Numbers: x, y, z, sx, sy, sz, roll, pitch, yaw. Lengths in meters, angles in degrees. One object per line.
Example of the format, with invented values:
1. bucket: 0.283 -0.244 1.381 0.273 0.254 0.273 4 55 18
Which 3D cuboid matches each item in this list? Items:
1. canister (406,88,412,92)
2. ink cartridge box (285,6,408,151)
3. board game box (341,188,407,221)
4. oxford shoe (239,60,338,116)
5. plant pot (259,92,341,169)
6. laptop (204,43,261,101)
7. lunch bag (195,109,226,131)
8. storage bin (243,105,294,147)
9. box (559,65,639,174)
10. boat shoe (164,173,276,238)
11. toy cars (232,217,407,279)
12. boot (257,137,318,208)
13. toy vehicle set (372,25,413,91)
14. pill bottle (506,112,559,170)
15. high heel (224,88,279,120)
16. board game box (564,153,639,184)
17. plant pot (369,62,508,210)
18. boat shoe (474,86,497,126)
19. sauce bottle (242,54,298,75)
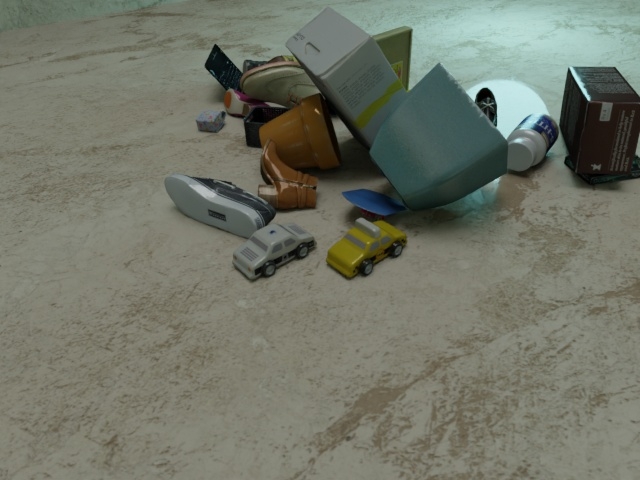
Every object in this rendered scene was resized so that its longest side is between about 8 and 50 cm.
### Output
1. canister: 0.360 -0.430 1.839 0.126 0.073 0.170 -18 41 -19
2. ink cartridge box: 0.110 -0.396 1.531 0.160 0.385 0.279 -41 42 6
3. board game box: 0.126 -0.082 1.402 0.133 0.033 0.169 30 25 28
4. oxford shoe: -0.059 -0.474 1.842 0.397 0.140 0.146 0 58 -10
5. plant pot: -0.060 -0.280 1.577 0.188 0.205 0.205 -15 35 9
6. laptop: -0.263 -0.607 2.062 0.137 0.264 0.234 -33 29 22
7. lunch bag: -0.350 -0.390 1.848 0.071 0.053 0.083 7 47 17
8. storage bin: -0.132 -0.343 1.743 0.180 0.084 0.122 6 38 13
9. box: 0.749 -0.338 1.552 0.143 0.191 0.381 5 31 15
10. boat shoe: -0.247 -0.102 1.408 0.301 0.108 0.102 21 43 25
11. toy cars: 0.000 0.000 1.267 0.394 0.087 0.176 -2 36 2
12. boot: -0.080 -0.169 1.478 0.153 0.073 0.197 3 71 -4
13. toy vehicle set: 0.214 -0.525 1.814 0.166 0.266 0.035 -27 44 -30
14. pill bottle: 0.572 -0.267 1.569 0.112 0.112 0.187 20 43 28
15. high heel: -0.236 -0.452 1.921 0.117 0.082 0.244 2 18 -35
16. board game box: 0.775 -0.201 1.540 0.186 0.026 0.126 -9 36 -9
17. plant pot: 0.265 -0.210 1.362 0.252 0.247 0.247 -37 72 8
18. boat shoe: 0.512 -0.404 1.791 0.084 0.079 0.233 7 39 10
19. sauce bottle: -0.098 -0.594 2.015 0.345 0.111 0.111 -5 35 -21
